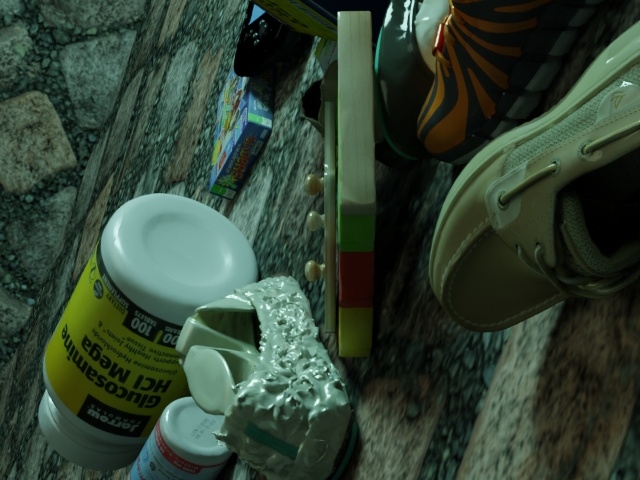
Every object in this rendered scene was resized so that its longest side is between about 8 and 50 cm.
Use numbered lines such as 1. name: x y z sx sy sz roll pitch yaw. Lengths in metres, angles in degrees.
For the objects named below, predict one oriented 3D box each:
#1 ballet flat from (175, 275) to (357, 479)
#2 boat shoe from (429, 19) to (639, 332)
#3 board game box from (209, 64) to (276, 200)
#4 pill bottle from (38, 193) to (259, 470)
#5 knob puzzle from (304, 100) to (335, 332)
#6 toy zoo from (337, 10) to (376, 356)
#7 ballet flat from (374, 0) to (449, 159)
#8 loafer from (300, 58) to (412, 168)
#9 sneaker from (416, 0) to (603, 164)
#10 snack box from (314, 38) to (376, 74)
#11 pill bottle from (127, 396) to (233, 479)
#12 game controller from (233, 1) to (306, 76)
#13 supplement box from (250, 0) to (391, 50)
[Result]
1. ballet flat: -0.066 0.113 1.639 0.409 0.147 0.147 -132 62 -73
2. boat shoe: 0.159 -0.017 1.070 0.302 0.109 0.098 -47 27 45
3. board game box: -0.101 -0.168 2.278 0.201 0.035 0.136 -88 22 -46
4. pill bottle: -0.216 0.120 2.052 0.188 0.188 0.334 -88 22 -48
5. knob puzzle: 0.000 0.000 1.598 0.213 0.030 0.213 0 -90 -90
6. toy zoo: 0.030 -0.030 1.485 0.293 0.030 0.192 89 -179 -58
7. ballet flat: 0.107 -0.199 1.498 0.096 0.095 0.280 -34 38 42
8. loafer: 0.039 -0.122 1.636 0.251 0.087 0.094 175 113 -74
9. sneaker: 0.109 -0.199 1.307 0.125 0.180 0.321 -87 22 -46
10. snack box: 0.035 -0.220 1.860 0.141 0.037 0.100 -107 38 -66
11. pill bottle: -0.157 0.248 1.879 0.087 0.087 0.160 -89 22 -48
12. game controller: -0.040 -0.360 2.207 0.166 0.067 0.319 -15 55 55
13. supplement box: -0.010 -0.332 1.760 0.194 0.195 0.356 -57 18 0
